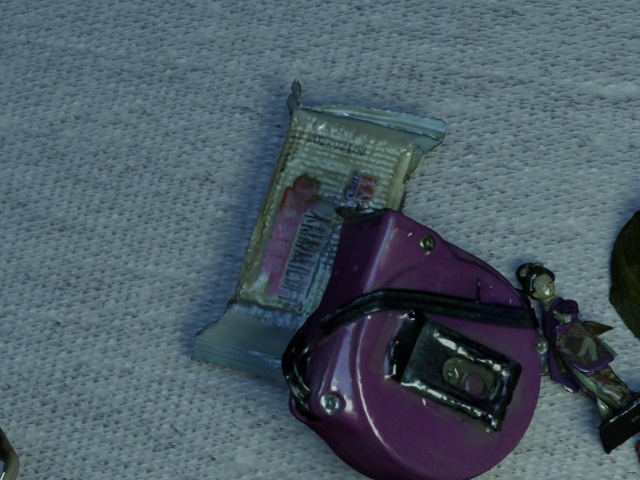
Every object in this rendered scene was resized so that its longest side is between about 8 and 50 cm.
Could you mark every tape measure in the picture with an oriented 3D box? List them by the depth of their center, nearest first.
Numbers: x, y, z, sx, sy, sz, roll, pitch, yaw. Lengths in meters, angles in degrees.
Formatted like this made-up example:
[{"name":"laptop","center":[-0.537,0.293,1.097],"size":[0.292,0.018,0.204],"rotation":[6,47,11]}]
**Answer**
[{"name":"tape measure","center":[0.087,0.112,1.724],"size":[0.245,0.149,0.231],"rotation":[25,72,-22]}]

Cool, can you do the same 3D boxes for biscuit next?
[{"name":"biscuit","center":[0.004,0.002,1.851],"size":[0.186,0.079,0.309],"rotation":[16,73,13]}]

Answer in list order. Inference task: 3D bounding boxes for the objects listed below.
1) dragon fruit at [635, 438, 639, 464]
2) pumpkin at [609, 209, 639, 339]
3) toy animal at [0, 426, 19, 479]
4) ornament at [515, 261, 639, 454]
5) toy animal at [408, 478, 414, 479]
[{"name":"dragon fruit","center":[0.340,0.212,1.751],"size":[0.056,0.060,0.083],"rotation":[-31,73,-7]},{"name":"pumpkin","center":[0.424,0.040,1.775],"size":[0.279,0.111,0.163],"rotation":[-1,76,5]},{"name":"toy animal","center":[-0.489,0.258,1.770],"size":[0.303,0.194,0.344],"rotation":[38,77,11]},{"name":"ornament","center":[0.250,0.101,1.786],"size":[0.088,0.081,0.203],"rotation":[-33,71,-5]},{"name":"toy animal","center":[0.129,0.315,1.721],"size":[0.160,0.197,0.272],"rotation":[5,116,-8]}]
